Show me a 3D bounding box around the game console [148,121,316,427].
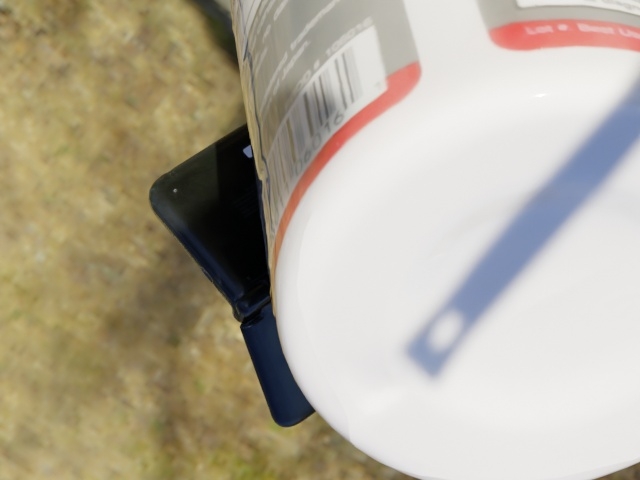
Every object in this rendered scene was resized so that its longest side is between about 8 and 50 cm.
[{"bbox_3d":[0.000,0.000,0.751,0.107,0.122,0.071,49,156,17],"label":"game console"}]

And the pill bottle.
[{"bbox_3d":[0.051,-0.065,0.608,0.161,0.283,0.161,-4,128,-5],"label":"pill bottle"}]
